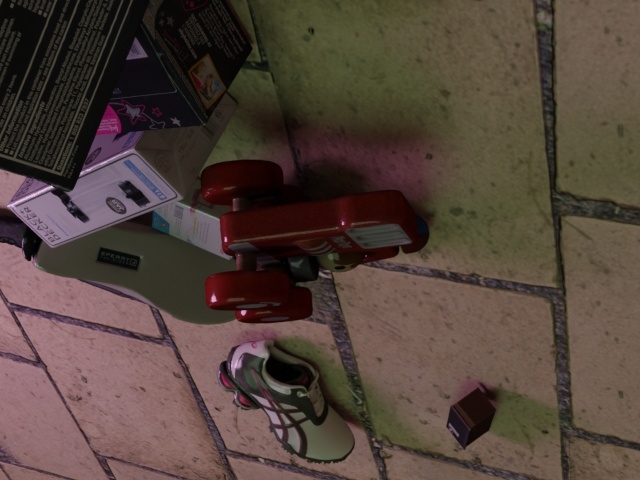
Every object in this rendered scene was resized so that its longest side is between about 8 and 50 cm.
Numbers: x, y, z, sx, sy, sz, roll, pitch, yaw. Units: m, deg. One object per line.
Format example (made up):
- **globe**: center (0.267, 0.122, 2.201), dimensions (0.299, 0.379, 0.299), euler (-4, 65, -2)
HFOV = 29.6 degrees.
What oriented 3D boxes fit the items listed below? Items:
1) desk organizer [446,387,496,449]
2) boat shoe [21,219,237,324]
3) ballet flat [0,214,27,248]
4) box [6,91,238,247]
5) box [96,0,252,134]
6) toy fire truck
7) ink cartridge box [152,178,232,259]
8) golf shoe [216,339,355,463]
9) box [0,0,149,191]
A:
- **desk organizer**: center (0.224, 0.266, 1.806), dimensions (0.047, 0.050, 0.130), euler (52, 169, 20)
- **boat shoe**: center (-0.269, 0.018, 1.761), dimensions (0.340, 0.127, 0.158), euler (21, -174, -22)
- **ballet flat**: center (-0.465, -0.014, 1.895), dimensions (0.173, 0.049, 0.057), euler (16, 112, 7)
- **box**: center (-0.253, -0.104, 1.522), dimensions (0.290, 0.169, 0.087), euler (-16, 128, 45)
- **box**: center (-0.234, -0.227, 1.375), dimensions (0.247, 0.142, 0.163), euler (-2, 136, 32)
- **toy fire truck**: center (0.000, 0.000, 1.476), dimensions (0.253, 0.169, 0.302), euler (-5, 169, 11)
- **ink cartridge box**: center (-0.163, -0.035, 1.656), dimensions (0.122, 0.052, 0.088), euler (24, 146, 5)
- **golf shoe**: center (-0.036, 0.259, 1.922), dimensions (0.273, 0.105, 0.120), euler (39, 136, -19)
- **box**: center (-0.337, -0.237, 1.146), dimensions (0.182, 0.296, 0.294), euler (24, -177, 34)
